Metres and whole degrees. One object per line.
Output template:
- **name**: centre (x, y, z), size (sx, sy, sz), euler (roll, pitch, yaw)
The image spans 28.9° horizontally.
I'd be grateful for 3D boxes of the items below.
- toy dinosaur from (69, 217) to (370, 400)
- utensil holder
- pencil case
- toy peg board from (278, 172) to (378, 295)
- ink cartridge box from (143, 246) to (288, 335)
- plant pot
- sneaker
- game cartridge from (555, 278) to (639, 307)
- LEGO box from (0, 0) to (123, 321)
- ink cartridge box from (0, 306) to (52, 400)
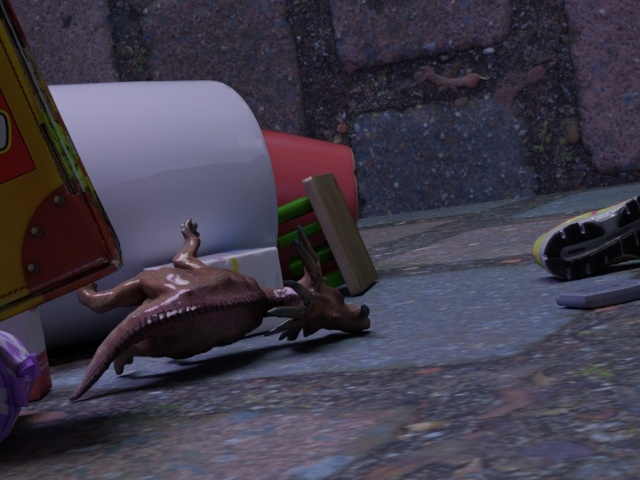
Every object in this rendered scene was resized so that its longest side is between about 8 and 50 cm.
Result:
- **toy dinosaur**: centre (-0.099, 0.062, 1.162), size (0.200, 0.127, 0.295), euler (2, 15, 37)
- **utensil holder**: centre (-0.290, -0.032, 1.500), size (0.385, 0.328, 0.327), euler (-8, 3, -32)
- **pencil case**: centre (-0.267, 0.112, 0.966), size (0.088, 0.086, 0.206), euler (-18, 5, -11)
- **toy peg board**: centre (0.000, 0.000, 1.653), size (0.079, 0.161, 0.160), euler (-23, 1, 12)
- **ink cartridge box**: centre (-0.122, 0.064, 1.361), size (0.143, 0.090, 0.092), euler (-12, 4, -30)
- **plant pot**: centre (-0.076, -0.045, 1.840), size (0.243, 0.275, 0.275), euler (-1, 3, -7)
- **sneaker**: centre (0.339, -0.008, 1.451), size (0.208, 0.082, 0.094), euler (-10, 1, -14)
- **game cartridge**: centre (0.274, 0.051, 1.187), size (0.083, 0.017, 0.056), euler (-11, 0, -24)
- **LEGO box**: centre (-0.444, -0.054, 0.888), size (0.500, 0.373, 0.193), euler (-23, 7, -7)
- **ink cartridge box**: centre (-0.325, 0.054, 1.149), size (0.115, 0.198, 0.067), euler (-9, 4, -1)
